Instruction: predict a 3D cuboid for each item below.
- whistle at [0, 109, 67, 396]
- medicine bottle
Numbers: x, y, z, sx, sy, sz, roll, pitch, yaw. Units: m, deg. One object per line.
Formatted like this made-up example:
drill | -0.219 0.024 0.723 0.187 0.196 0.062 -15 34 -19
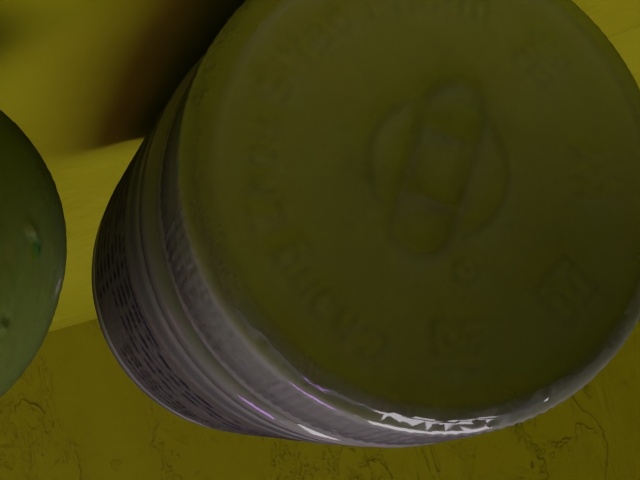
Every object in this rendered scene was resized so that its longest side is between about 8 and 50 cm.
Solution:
whistle | -0.197 0.020 0.470 0.141 0.141 0.294 -13 176 -42
medicine bottle | 0.000 0.000 0.577 0.190 0.190 0.332 -15 177 -17
